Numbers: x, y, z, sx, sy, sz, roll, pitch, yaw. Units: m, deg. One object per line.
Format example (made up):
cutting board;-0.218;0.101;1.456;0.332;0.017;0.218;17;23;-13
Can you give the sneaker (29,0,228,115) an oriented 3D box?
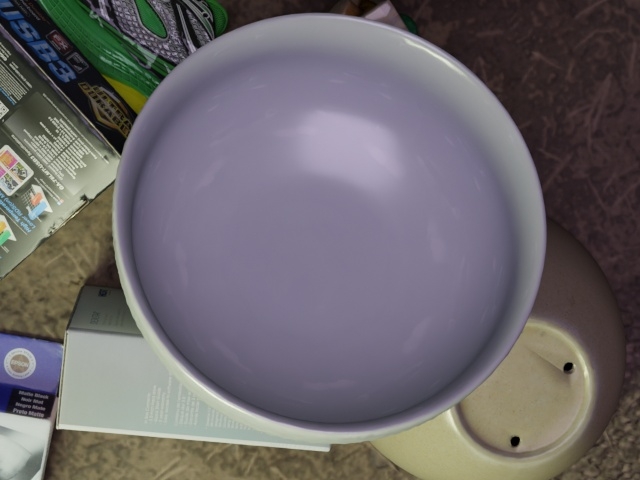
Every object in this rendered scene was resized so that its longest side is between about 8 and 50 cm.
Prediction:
sneaker;-0.176;-0.191;1.142;0.146;0.134;0.343;-44;101;-17

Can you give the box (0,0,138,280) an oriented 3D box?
box;-0.337;-0.102;1.089;0.293;0.073;0.295;-37;101;31

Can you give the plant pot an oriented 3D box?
plant pot;0.160;0.111;1.179;0.284;0.191;0.284;-1;98;-6

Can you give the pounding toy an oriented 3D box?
pounding toy;0.028;-0.184;1.159;0.141;0.130;0.100;-34;108;3

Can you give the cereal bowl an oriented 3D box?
cereal bowl;0.000;0.000;1.029;0.338;0.141;0.339;4;70;-10

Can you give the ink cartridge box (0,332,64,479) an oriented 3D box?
ink cartridge box;-0.365;0.189;1.204;0.223;0.045;0.224;10;97;-8

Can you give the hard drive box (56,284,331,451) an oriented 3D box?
hard drive box;-0.108;0.109;1.154;0.232;0.181;0.089;7;99;-7
